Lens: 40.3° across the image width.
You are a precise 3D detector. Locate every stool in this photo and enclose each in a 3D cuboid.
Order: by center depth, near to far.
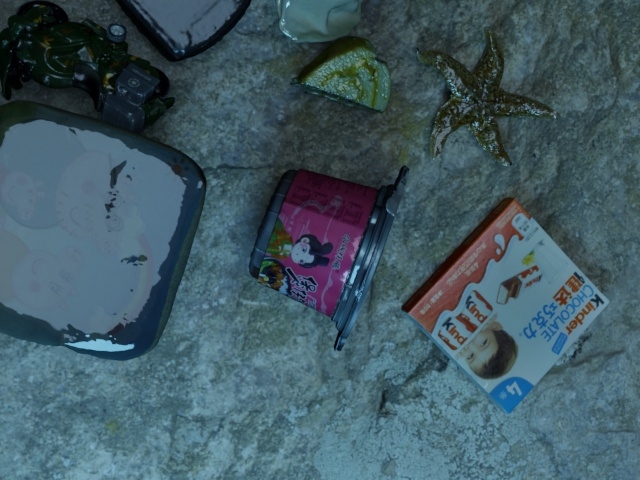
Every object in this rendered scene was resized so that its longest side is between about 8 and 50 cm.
[{"bbox_3d":[-0.346,-0.016,1.249,0.310,0.226,0.310,19,91,-13],"label":"stool"}]

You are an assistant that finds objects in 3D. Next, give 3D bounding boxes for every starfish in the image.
[{"bbox_3d":[0.263,-0.230,1.457,0.277,0.062,0.235,22,90,-15],"label":"starfish"}]

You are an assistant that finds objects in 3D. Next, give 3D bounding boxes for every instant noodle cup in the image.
[{"bbox_3d":[0.000,0.000,1.335,0.182,0.258,0.302,20,89,1],"label":"instant noodle cup"}]

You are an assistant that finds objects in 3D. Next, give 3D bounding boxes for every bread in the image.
[{"bbox_3d":[0.040,-0.271,1.379,0.156,0.103,0.110,14,100,-23],"label":"bread"}]

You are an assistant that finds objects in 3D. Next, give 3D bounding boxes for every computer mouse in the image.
[{"bbox_3d":[-0.239,-0.406,1.307,0.170,0.100,0.269,-40,107,-3],"label":"computer mouse"}]

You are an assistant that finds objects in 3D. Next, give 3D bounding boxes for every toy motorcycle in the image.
[{"bbox_3d":[-0.353,-0.243,1.260,0.275,0.125,0.187,31,52,2],"label":"toy motorcycle"}]

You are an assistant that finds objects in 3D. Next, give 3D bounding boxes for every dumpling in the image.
[{"bbox_3d":[0.018,-0.427,1.353,0.179,0.131,0.252,2,101,-36],"label":"dumpling"}]

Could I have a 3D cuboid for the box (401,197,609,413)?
[{"bbox_3d":[0.321,0.113,1.502,0.265,0.048,0.273,44,83,-12],"label":"box"}]
